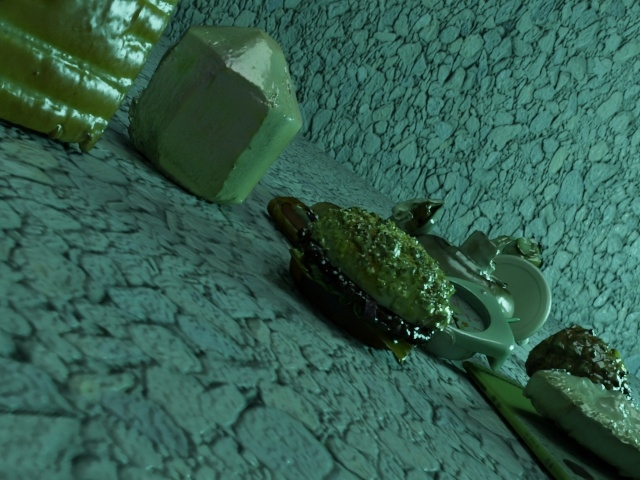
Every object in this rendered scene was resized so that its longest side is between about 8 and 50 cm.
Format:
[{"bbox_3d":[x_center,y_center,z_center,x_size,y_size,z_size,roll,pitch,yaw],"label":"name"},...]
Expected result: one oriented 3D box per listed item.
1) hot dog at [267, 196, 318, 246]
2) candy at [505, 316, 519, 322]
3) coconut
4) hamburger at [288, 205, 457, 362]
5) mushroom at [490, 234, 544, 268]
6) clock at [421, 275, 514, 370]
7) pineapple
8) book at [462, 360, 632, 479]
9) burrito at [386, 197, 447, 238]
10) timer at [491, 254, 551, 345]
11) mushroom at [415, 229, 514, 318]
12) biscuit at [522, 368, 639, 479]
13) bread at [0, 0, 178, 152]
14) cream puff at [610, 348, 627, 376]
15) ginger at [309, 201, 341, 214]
[{"bbox_3d":[-0.001,0.003,1.523,0.088,0.061,0.286,43,2,-43],"label":"hot dog"},{"bbox_3d":[0.259,0.136,1.612,0.193,0.062,0.058,0,1,-35],"label":"candy"},{"bbox_3d":[-0.146,-0.198,1.421,0.233,0.245,0.233,32,11,-7],"label":"coconut"},{"bbox_3d":[0.064,0.040,1.291,0.261,0.139,0.243,36,9,0],"label":"hamburger"},{"bbox_3d":[0.419,0.092,2.291,0.164,0.190,0.267,15,37,-4],"label":"mushroom"},{"bbox_3d":[0.191,0.118,1.480,0.191,0.062,0.151,14,34,-21],"label":"clock"},{"bbox_3d":[0.457,0.274,1.602,0.157,0.158,0.279,28,23,-40],"label":"pineapple"},{"bbox_3d":[0.352,0.295,1.369,0.239,0.035,0.352,30,10,-22],"label":"book"},{"bbox_3d":[0.152,-0.021,1.883,0.392,0.117,0.076,123,-45,-79],"label":"burrito"},{"bbox_3d":[0.375,0.146,2.007,0.175,0.175,0.266,38,-8,16],"label":"timer"},{"bbox_3d":[0.249,0.069,1.734,0.226,0.178,0.226,39,15,-13],"label":"mushroom"},{"bbox_3d":[0.422,0.271,1.359,0.281,0.084,0.179,28,12,-37],"label":"biscuit"},{"bbox_3d":[-0.303,-0.240,1.094,0.111,0.239,0.246,33,5,29],"label":"bread"},{"bbox_3d":[0.540,0.282,1.935,0.146,0.146,0.116,47,-25,54],"label":"cream puff"},{"bbox_3d":[0.065,0.004,1.686,0.148,0.081,0.334,28,9,-15],"label":"ginger"}]
